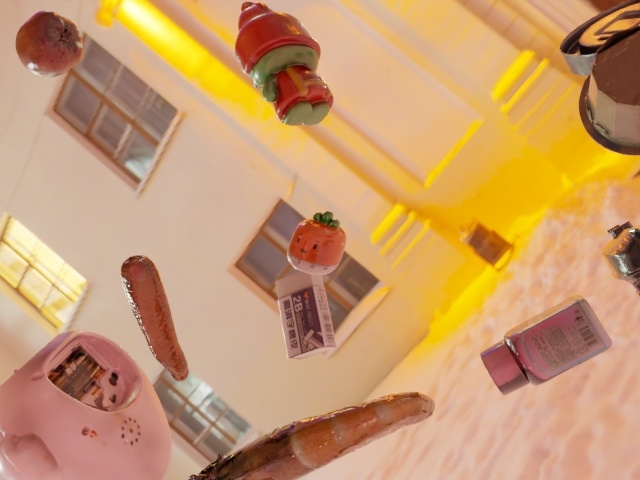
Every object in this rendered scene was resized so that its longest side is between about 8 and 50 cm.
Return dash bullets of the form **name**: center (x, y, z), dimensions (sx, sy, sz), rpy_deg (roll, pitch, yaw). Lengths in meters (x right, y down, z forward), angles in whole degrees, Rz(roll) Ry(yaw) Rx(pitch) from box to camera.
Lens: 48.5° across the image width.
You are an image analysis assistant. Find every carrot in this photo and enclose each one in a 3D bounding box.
- **carrot**: center (-0.247, 0.129, 1.084), dimensions (0.059, 0.059, 0.248), rpy_deg (-47, -46, -44)

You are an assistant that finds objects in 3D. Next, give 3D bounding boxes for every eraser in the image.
- **eraser**: center (-0.039, 0.186, 1.810), dimensions (0.124, 0.210, 0.068), rpy_deg (-24, -23, 33)

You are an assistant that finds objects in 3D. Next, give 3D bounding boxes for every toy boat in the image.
- **toy boat**: center (0.545, 0.030, 1.197), dimensions (0.114, 0.122, 0.296), rpy_deg (-35, -7, 17)

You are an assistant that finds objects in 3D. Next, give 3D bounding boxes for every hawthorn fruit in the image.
- **hawthorn fruit**: center (-0.715, -0.503, 1.854), dimensions (0.188, 0.169, 0.169), rpy_deg (-17, 17, 34)

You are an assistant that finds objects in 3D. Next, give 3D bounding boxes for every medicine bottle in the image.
- **medicine bottle**: center (0.358, 0.170, 1.141), dimensions (0.188, 0.094, 0.119), rpy_deg (-32, -8, 13)

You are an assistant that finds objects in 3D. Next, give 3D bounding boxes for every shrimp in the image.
- **shrimp**: center (-0.025, 0.333, 1.132), dimensions (0.445, 0.085, 0.272), rpy_deg (-26, -20, 13)

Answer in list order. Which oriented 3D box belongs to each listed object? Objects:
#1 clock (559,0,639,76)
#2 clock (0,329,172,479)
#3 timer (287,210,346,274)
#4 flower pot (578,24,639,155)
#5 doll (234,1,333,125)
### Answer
- **clock**: center (0.711, -0.478, 1.630), dimensions (0.312, 0.061, 0.312), rpy_deg (-26, 23, 12)
- **clock**: center (-0.462, 0.373, 1.429), dimensions (0.250, 0.377, 0.368), rpy_deg (-42, 8, 19)
- **timer**: center (0.000, 0.000, 1.396), dimensions (0.136, 0.099, 0.136), rpy_deg (-47, -21, -23)
- **flower pot**: center (0.562, -0.282, 1.261), dimensions (0.212, 0.212, 0.202), rpy_deg (-51, -26, 6)
- **doll**: center (-0.093, -0.412, 1.567), dimensions (0.182, 0.363, 0.160), rpy_deg (-9, -35, -34)
